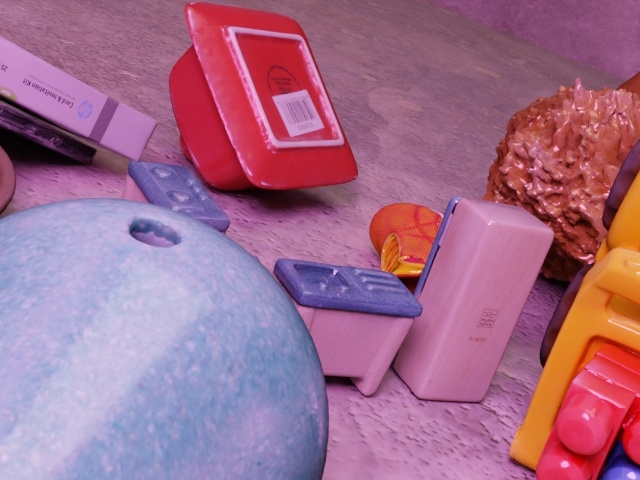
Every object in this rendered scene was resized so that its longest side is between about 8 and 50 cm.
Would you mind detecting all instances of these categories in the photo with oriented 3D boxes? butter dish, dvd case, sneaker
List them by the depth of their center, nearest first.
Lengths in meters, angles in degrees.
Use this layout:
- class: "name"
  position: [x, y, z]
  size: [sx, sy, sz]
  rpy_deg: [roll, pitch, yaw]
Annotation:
- class: "dvd case"
  position: [-0.287, -0.116, 0.766]
  size: [0.221, 0.018, 0.164]
  rpy_deg: [25, -1, 12]
- class: "sneaker"
  position: [0.070, 0.017, 0.769]
  size: [0.067, 0.064, 0.175]
  rpy_deg: [12, 21, -26]
- class: "butter dish"
  position: [-0.067, -0.100, 0.883]
  size: [0.160, 0.118, 0.160]
  rpy_deg: [-10, 75, -57]

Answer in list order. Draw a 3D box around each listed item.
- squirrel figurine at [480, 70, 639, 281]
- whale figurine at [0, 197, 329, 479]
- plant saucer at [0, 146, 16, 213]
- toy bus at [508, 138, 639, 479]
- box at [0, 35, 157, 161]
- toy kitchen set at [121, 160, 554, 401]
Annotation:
- class: "squirrel figurine"
  position: [0.327, 0.001, 0.862]
  size: [0.396, 0.281, 0.370]
  rpy_deg: [2, 33, -7]
- class: "whale figurine"
  position: [-0.091, 0.072, 0.359]
  size: [0.216, 0.141, 0.272]
  rpy_deg: [23, 21, 8]
- class: "plant saucer"
  position: [-0.318, -0.050, 0.612]
  size: [0.277, 0.041, 0.278]
  rpy_deg: [18, 19, -6]
- class: "toy bus"
  position: [0.190, 0.053, 0.580]
  size: [0.149, 0.220, 0.211]
  rpy_deg: [28, 27, 23]
- class: "box"
  position: [-0.228, -0.120, 0.762]
  size: [0.145, 0.038, 0.186]
  rpy_deg: [24, -3, 33]
- class: "toy kitchen set"
  position: [0.000, 0.000, 0.660]
  size: [0.207, 0.122, 0.166]
  rpy_deg: [8, 23, -31]
